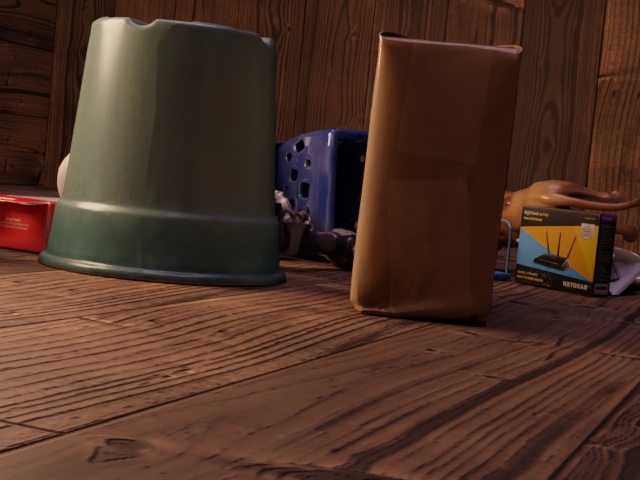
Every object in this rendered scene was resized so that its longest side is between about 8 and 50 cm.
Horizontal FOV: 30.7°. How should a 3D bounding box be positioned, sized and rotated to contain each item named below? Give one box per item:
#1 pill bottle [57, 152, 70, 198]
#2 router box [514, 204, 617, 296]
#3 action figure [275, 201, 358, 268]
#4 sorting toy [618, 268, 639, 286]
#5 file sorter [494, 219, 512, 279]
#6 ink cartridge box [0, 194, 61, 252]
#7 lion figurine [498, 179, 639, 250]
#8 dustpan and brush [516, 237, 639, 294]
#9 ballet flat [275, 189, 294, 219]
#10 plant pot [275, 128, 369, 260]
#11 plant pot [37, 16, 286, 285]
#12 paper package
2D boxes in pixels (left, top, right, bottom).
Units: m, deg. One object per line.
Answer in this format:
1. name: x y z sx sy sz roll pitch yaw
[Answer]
1. pill bottle: -0.276 -0.150 1.975 0.188 0.188 0.334 7 37 28
2. router box: 0.400 0.015 1.910 0.046 0.133 0.179 4 3 -34
3. action figure: 0.000 0.000 1.863 0.185 0.099 0.285 2 -3 43
4. sorting toy: 0.479 0.059 2.097 0.193 0.038 0.208 7 4 28
5. file sorter: 0.230 0.008 1.995 0.170 0.104 0.118 4 4 -35
6. ink cartridge box: -0.412 -0.025 1.750 0.134 0.078 0.231 7 4 30
7. lion figurine: 0.394 -0.050 2.108 0.240 0.142 0.392 15 -22 -16
8. dustpan and brush: 0.432 0.031 1.991 0.211 0.060 0.147 6 24 36
9. ballet flat: -0.201 -0.034 2.092 0.409 0.147 0.147 12 7 39
10. plant pot: 0.014 -0.080 2.150 0.212 0.236 0.236 0 0 41
11. plant pot: -0.200 -0.123 1.602 0.341 0.334 0.341 6 4 0
12. paper package: 0.144 -0.076 1.455 0.168 0.325 0.309 6 3 6
